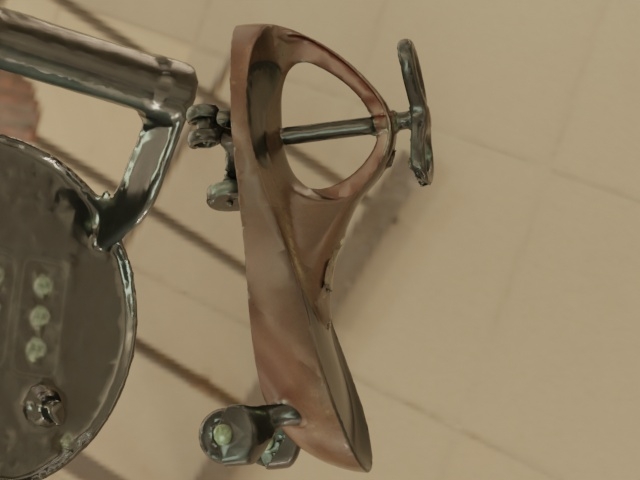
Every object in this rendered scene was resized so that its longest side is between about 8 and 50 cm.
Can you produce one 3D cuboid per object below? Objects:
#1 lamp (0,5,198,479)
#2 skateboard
[{"bbox_3d":[-0.252,0.039,1.019,0.272,0.205,0.374,20,95,51],"label":"lamp"},{"bbox_3d":[0.000,0.000,0.554,0.080,0.067,0.151,-8,81,11],"label":"skateboard"}]
